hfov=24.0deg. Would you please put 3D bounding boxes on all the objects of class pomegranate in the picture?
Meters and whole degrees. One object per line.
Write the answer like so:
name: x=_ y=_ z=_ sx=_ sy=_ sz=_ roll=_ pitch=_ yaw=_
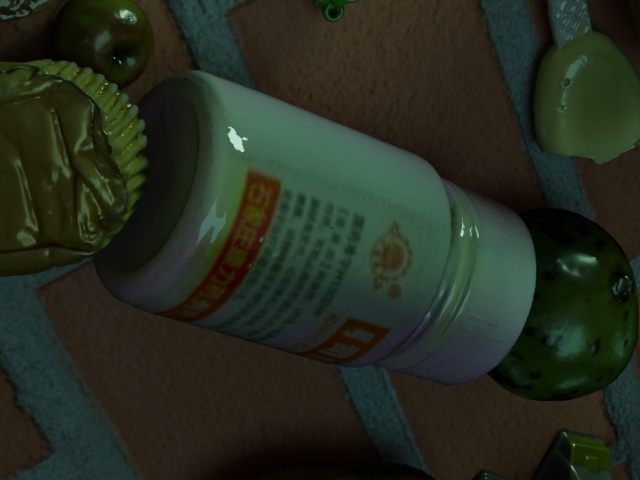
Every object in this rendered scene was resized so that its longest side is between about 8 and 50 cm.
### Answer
pomegranate: x=0.219 y=0.075 z=1.597 sx=0.263 sy=0.211 sz=0.211 roll=-21 pitch=138 yaw=37

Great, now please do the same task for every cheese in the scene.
cheese: x=0.261 y=-0.188 z=1.544 sx=0.127 sy=0.050 sz=0.255 roll=-28 pitch=124 yaw=-9

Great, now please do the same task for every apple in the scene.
apple: x=-0.188 y=-0.173 z=1.307 sx=0.089 sy=0.074 sz=0.089 roll=-14 pitch=123 yaw=-22

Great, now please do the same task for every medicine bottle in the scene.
medicine bottle: x=0.000 y=0.000 z=1.412 sx=0.388 sy=0.219 sz=0.219 roll=18 pitch=107 yaw=-35

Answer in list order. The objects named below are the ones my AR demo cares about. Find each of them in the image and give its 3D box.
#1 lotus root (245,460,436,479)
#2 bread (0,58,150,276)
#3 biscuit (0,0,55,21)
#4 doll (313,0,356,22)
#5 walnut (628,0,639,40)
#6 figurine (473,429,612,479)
lotus root: x=0.005 y=0.328 z=1.636 sx=0.291 sy=0.193 sz=0.193 roll=5 pitch=114 yaw=-32
bread: x=-0.270 y=-0.058 z=1.254 sx=0.250 sy=0.133 sz=0.179 roll=-13 pitch=104 yaw=4
biscuit: x=-0.309 y=-0.257 z=1.219 sx=0.289 sy=0.044 sz=0.202 roll=-27 pitch=125 yaw=-10
doll: x=0.042 y=-0.289 z=1.377 sx=0.115 sy=0.050 sz=0.190 roll=16 pitch=106 yaw=-29
walnut: x=0.414 y=-0.250 z=1.501 sx=0.222 sy=0.195 sz=0.195 roll=-35 pitch=127 yaw=-7
figurine: x=0.314 y=0.365 z=1.732 sx=0.342 sy=0.285 sz=0.167 roll=-40 pitch=129 yaw=1
